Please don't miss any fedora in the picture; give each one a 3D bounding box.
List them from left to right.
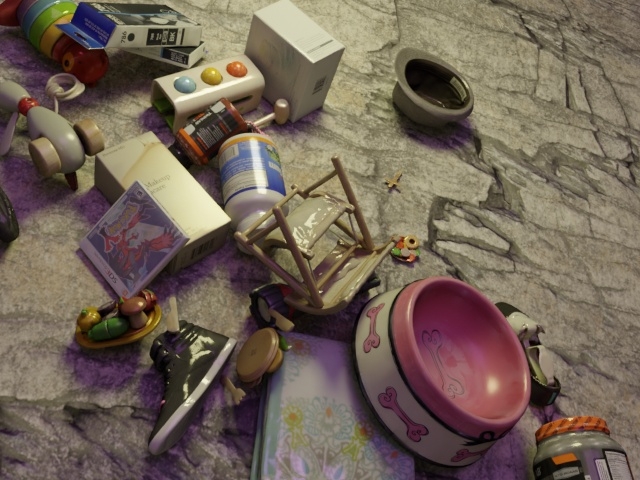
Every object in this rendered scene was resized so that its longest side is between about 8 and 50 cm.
[{"bbox_3d":[0.309,-0.427,2.112,0.275,0.124,0.244,18,53,-16],"label":"fedora"}]

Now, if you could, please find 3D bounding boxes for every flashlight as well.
[{"bbox_3d":[-0.013,0.110,1.641,0.304,0.103,0.103,-22,95,-34],"label":"flashlight"}]

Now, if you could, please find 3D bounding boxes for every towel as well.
[{"bbox_3d":[0.032,0.375,1.469,0.320,0.090,0.375,14,52,-12],"label":"towel"}]

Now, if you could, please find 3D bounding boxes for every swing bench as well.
[{"bbox_3d":[0.000,0.000,1.555,0.255,0.165,0.253,53,44,-7],"label":"swing bench"}]

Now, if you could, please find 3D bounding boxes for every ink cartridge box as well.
[{"bbox_3d":[-0.476,-0.540,1.808,0.165,0.065,0.332,36,35,28],"label":"ink cartridge box"},{"bbox_3d":[-0.419,-0.530,1.934,0.206,0.045,0.208,15,27,0],"label":"ink cartridge box"}]

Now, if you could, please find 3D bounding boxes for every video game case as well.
[{"bbox_3d":[-0.402,0.002,1.547,0.201,0.023,0.183,-46,73,8],"label":"video game case"}]

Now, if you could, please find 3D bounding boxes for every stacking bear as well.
[{"bbox_3d":[-0.659,-0.524,1.844,0.289,0.175,0.164,48,27,6],"label":"stacking bear"}]

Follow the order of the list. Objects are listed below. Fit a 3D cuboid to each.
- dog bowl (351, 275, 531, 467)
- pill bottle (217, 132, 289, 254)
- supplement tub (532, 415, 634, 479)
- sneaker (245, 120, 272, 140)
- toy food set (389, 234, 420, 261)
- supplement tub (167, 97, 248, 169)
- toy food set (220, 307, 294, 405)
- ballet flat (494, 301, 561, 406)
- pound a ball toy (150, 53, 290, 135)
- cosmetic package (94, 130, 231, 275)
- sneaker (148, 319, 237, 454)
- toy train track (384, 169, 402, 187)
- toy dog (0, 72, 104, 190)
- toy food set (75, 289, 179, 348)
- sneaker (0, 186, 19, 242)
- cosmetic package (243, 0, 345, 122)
[{"bbox_3d":[0.271,0.255,1.518,0.408,0.150,0.408,21,47,-25],"label":"dog bowl"},{"bbox_3d":[-0.157,-0.108,1.709,0.152,0.152,0.272,0,56,-19],"label":"pill bottle"},{"bbox_3d":[0.544,0.532,1.456,0.193,0.194,0.316,6,53,-14],"label":"supplement tub"},{"bbox_3d":[-0.177,-0.264,1.866,0.119,0.047,0.057,32,62,-31],"label":"sneaker"},{"bbox_3d":[0.212,0.019,1.824,0.083,0.020,0.083,9,53,-13],"label":"toy food set"},{"bbox_3d":[-0.282,-0.255,1.772,0.198,0.106,0.106,-39,72,-7],"label":"supplement tub"},{"bbox_3d":[-0.121,0.238,1.469,0.038,0.132,0.192,38,86,-30],"label":"toy food set"},{"bbox_3d":[0.496,0.250,1.704,0.095,0.096,0.280,-6,57,-22],"label":"ballet flat"},{"bbox_3d":[-0.250,-0.373,1.881,0.319,0.136,0.208,-26,66,-31],"label":"pound a ball toy"},{"bbox_3d":[-0.365,-0.089,1.652,0.160,0.113,0.309,-33,72,-34],"label":"cosmetic package"},{"bbox_3d":[-0.294,0.278,1.422,0.146,0.105,0.296,27,46,4],"label":"sneaker"},{"bbox_3d":[0.202,-0.164,1.959,0.048,0.014,0.083,27,45,11],"label":"toy train track"},{"bbox_3d":[-0.632,-0.235,1.673,0.220,0.161,0.334,-12,45,-22],"label":"toy dog"},{"bbox_3d":[-0.397,0.142,1.453,0.217,0.071,0.128,-11,35,1],"label":"toy food set"},{"bbox_3d":[-0.746,-0.084,1.539,0.130,0.109,0.286,-33,61,-27],"label":"sneaker"},{"bbox_3d":[-0.085,-0.487,1.961,0.224,0.224,0.138,43,54,14],"label":"cosmetic package"}]
